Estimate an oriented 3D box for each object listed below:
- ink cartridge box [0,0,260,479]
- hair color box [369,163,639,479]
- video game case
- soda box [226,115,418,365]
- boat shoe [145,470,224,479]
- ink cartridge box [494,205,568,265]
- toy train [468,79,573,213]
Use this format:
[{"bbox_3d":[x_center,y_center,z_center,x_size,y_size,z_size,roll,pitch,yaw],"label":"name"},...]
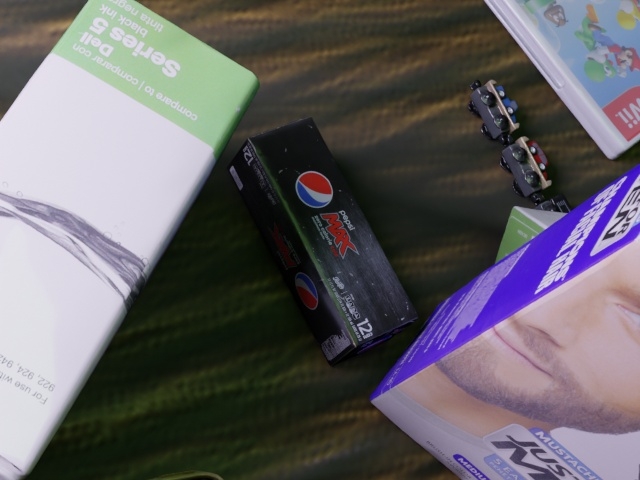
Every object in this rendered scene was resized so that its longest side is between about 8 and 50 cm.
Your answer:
[{"bbox_3d":[-0.166,0.018,0.731,0.114,0.198,0.273,32,59,-7],"label":"ink cartridge box"},{"bbox_3d":[0.186,0.083,0.769,0.185,0.339,0.110,41,59,-2],"label":"hair color box"},{"bbox_3d":[0.236,-0.232,1.107,0.204,0.025,0.285,-34,85,-31],"label":"video game case"},{"bbox_3d":[0.000,0.000,0.892,0.060,0.053,0.169,-22,79,-29],"label":"soda box"},{"bbox_3d":[-0.120,0.173,0.773,0.135,0.045,0.050,-21,78,-29],"label":"boat shoe"},{"bbox_3d":[0.251,0.029,0.946,0.209,0.109,0.062,5,109,-24],"label":"ink cartridge box"},{"bbox_3d":[0.167,-0.063,1.004,0.036,0.027,0.158,-21,78,-32],"label":"toy train"}]
